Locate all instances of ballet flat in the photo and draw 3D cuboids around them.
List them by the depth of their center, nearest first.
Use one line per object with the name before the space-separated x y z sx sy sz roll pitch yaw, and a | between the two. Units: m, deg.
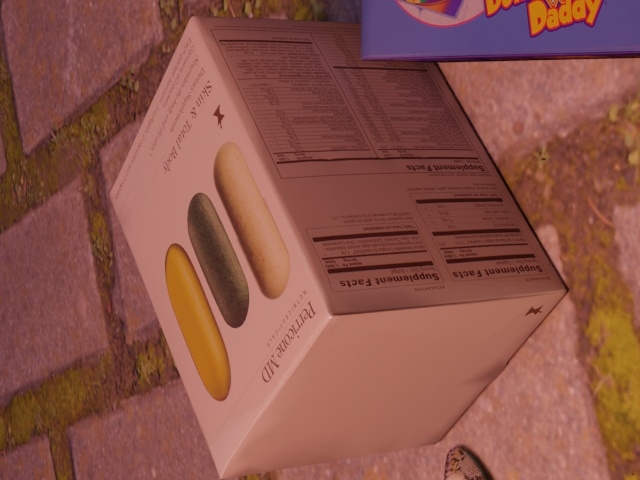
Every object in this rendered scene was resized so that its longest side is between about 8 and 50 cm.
ballet flat | 0.111 0.199 0.995 0.114 0.041 0.041 62 140 34

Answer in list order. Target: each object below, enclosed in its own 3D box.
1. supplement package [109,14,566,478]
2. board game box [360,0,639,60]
supplement package | 0.000 0.000 1.001 0.199 0.198 0.263 -58 47 42
board game box | 0.154 -0.229 0.850 0.347 0.078 0.233 11 102 57
